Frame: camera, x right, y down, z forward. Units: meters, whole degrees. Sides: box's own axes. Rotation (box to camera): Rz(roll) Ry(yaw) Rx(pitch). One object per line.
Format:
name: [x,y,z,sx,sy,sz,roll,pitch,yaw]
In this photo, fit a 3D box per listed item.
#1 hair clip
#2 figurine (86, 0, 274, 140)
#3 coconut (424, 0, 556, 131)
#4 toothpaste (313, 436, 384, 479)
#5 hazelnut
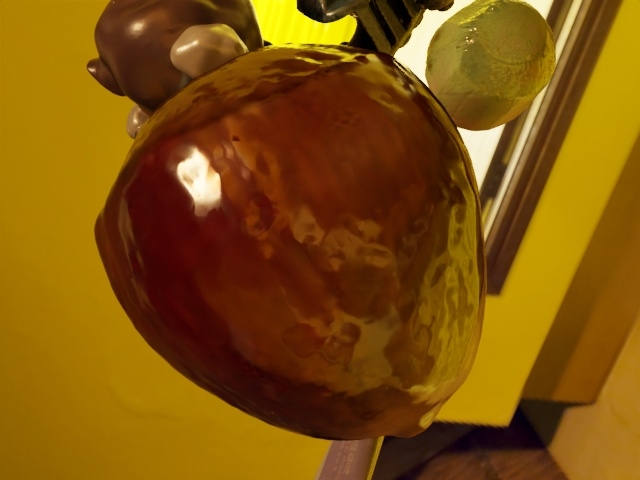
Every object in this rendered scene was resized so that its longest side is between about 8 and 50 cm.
hair clip: [0.126,-0.327,1.080,0.194,0.310,0.206,54,-160,-39]
figurine: [-0.197,-0.195,1.236,0.218,0.365,0.206,22,-131,5]
coconut: [0.275,-0.294,1.511,0.204,0.236,0.236,8,-154,-14]
toothpaste: [0.029,0.408,1.503,0.125,0.080,0.371,0,-138,28]
hazelnut: [0.000,0.000,0.893,0.421,0.353,0.421,44,-168,-12]
